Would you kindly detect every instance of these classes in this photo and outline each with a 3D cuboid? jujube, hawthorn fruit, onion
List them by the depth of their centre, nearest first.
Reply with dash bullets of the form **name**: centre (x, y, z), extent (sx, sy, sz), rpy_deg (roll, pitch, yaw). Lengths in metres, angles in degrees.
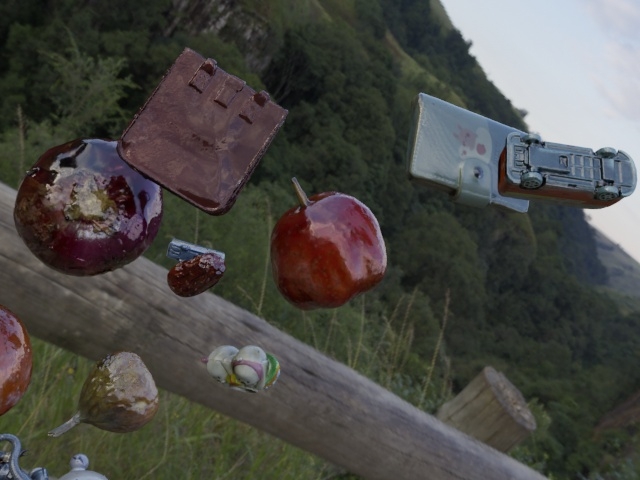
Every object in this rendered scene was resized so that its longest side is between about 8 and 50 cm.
- **hawthorn fruit**: centre (-0.625, 0.223, 1.008), extent (0.262, 0.235, 0.231), rpy_deg (60, -8, -30)
- **jujube**: centre (-0.244, 0.067, 1.129), extent (0.077, 0.129, 0.077), rpy_deg (45, 30, -35)
- **hawthorn fruit**: centre (0.000, 0.000, 1.368), extent (0.287, 0.287, 0.330), rpy_deg (-83, 151, -72)
- **onion**: centre (-0.575, -0.078, 1.427), extent (0.348, 0.347, 0.385), rpy_deg (35, -15, -16)

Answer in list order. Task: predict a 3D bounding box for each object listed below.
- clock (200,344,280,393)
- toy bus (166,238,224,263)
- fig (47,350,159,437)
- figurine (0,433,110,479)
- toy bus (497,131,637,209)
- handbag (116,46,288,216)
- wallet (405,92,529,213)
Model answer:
- **clock**: centre (-0.193, 0.314, 1.405), extent (0.144, 0.231, 0.103), rpy_deg (36, 53, -46)
- **toy bus**: centre (-0.419, 0.051, 1.920), extent (0.191, 0.064, 0.075), rpy_deg (16, 17, -8)
- **fig**: centre (-0.743, 0.545, 1.922), extent (0.369, 0.286, 0.286), rpy_deg (-20, 56, -40)
- **figurine**: centre (-0.709, 0.682, 1.482), extent (0.382, 0.260, 0.186), rpy_deg (18, -24, -3)
- **toy bus**: centre (0.502, -0.135, 1.181), extent (0.265, 0.121, 0.120), rpy_deg (8, -24, 0)
- **handbag**: centre (-0.235, -0.215, 1.147), extent (0.260, 0.275, 0.084), rpy_deg (30, -8, 1)
- **wallet**: centre (0.376, -0.206, 1.410), extent (0.361, 0.252, 0.083), rpy_deg (14, -19, -18)
